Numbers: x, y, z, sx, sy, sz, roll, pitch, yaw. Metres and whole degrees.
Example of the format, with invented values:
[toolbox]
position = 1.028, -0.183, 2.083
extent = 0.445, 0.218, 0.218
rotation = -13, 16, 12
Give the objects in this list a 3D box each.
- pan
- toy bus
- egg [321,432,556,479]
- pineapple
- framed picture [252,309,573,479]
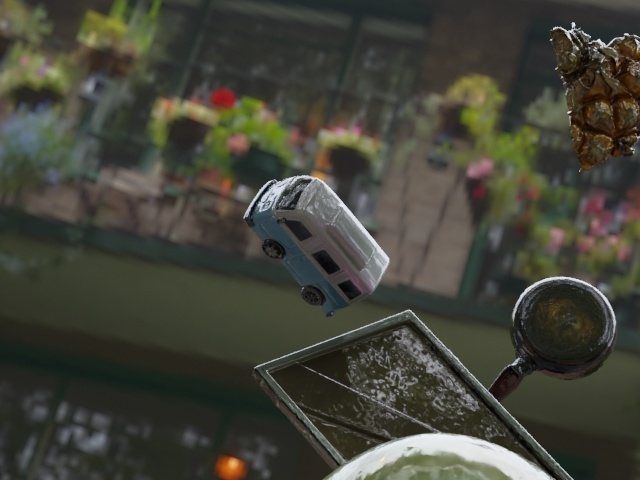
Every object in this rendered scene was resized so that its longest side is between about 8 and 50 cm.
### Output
[pan]
position = 0.219, 0.122, 2.074
extent = 0.115, 0.212, 0.040
rotation = 45, -12, 19
[toy bus]
position = 0.000, 0.000, 1.724
extent = 0.075, 0.060, 0.123
rotation = -21, -62, 43
[egg]
position = 0.066, 0.233, 1.068
extent = 0.238, 0.238, 0.289
rotation = 13, -57, 10
[pineapple]
position = 0.209, -0.126, 1.534
extent = 0.114, 0.114, 0.077
rotation = 52, -12, -23
[framed picture]
position = 0.083, 0.166, 1.693
extent = 0.250, 0.184, 0.016
rotation = 45, -43, 32
